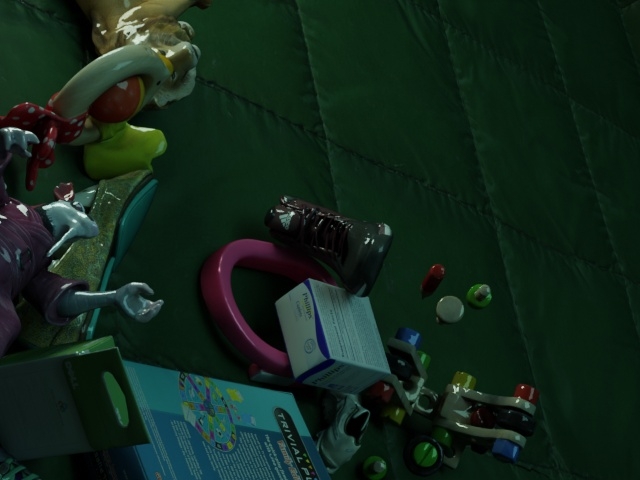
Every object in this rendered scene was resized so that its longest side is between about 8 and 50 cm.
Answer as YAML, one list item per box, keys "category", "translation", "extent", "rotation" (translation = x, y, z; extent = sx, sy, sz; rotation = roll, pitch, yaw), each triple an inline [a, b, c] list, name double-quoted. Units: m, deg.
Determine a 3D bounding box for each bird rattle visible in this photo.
- category: "bird rattle"
  translation: [-0.289, -0.171, 1.722]
  extent: [0.143, 0.207, 0.253]
  rotation: [51, 19, 21]

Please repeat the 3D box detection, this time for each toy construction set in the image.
- category: "toy construction set"
  translation: [0.181, 0.212, 2.080]
  extent: [0.237, 0.258, 0.308]
  rotation: [108, -18, -75]

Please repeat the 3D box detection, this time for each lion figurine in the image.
- category: "lion figurine"
  translation: [-0.295, -0.355, 1.934]
  extent: [0.392, 0.142, 0.240]
  rotation: [47, 40, 5]

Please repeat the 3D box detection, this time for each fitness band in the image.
- category: "fitness band"
  translation: [-0.054, 0.102, 1.953]
  extent: [0.291, 0.054, 0.209]
  rotation: [14, 54, -50]

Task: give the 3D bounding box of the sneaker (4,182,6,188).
- category: "sneaker"
  translation: [-0.423, -0.041, 1.513]
  extent: [0.153, 0.094, 0.235]
  rotation: [43, 25, -10]

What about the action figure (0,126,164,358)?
- category: "action figure"
  translation: [-0.353, 0.039, 1.435]
  extent: [0.248, 0.276, 0.370]
  rotation: [62, 24, -7]

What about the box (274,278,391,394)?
- category: "box"
  translation: [0.017, 0.135, 1.907]
  extent: [0.137, 0.072, 0.126]
  rotation: [20, 45, -47]

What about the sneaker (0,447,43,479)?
- category: "sneaker"
  translation: [-0.298, 0.263, 1.442]
  extent: [0.223, 0.098, 0.083]
  rotation: [47, 34, -20]

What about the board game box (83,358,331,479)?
- category: "board game box"
  translation: [-0.122, 0.281, 1.637]
  extent: [0.336, 0.079, 0.253]
  rotation: [19, 35, -47]

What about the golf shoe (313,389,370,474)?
- category: "golf shoe"
  translation: [0.044, 0.251, 1.941]
  extent: [0.069, 0.086, 0.176]
  rotation: [44, 34, -20]

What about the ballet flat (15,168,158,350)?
- category: "ballet flat"
  translation: [-0.288, 0.010, 1.660]
  extent: [0.123, 0.123, 0.348]
  rotation: [45, 33, -23]

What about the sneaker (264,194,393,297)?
- category: "sneaker"
  translation: [0.000, 0.000, 1.932]
  extent: [0.163, 0.106, 0.281]
  rotation: [22, 0, -8]

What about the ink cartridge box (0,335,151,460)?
- category: "ink cartridge box"
  translation: [-0.257, 0.165, 1.457]
  extent: [0.062, 0.209, 0.109]
  rotation: [-27, 103, -56]
